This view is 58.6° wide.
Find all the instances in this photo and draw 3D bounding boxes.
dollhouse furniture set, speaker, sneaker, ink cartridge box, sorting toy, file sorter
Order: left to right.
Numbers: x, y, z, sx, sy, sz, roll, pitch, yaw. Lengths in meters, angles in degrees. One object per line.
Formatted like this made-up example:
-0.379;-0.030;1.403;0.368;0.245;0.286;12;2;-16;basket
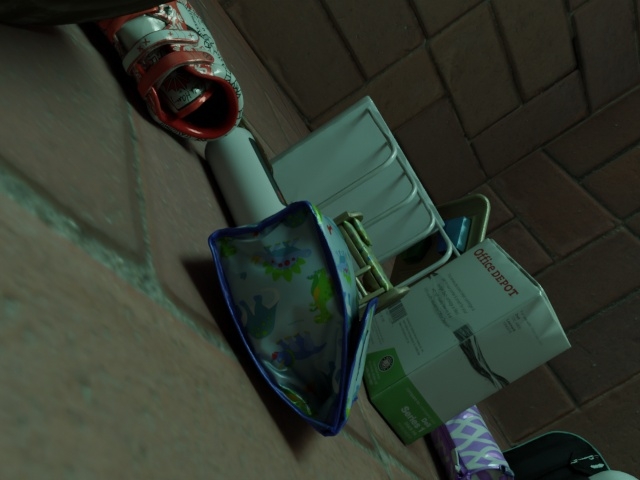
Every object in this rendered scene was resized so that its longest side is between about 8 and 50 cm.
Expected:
-0.158;-0.199;0.488;0.270;0.090;0.145;51;7;-50;sneaker
-0.068;-0.046;0.559;0.136;0.055;0.055;62;9;31;speaker
0.000;0.000;0.614;0.182;0.101;0.161;59;8;15;dollhouse furniture set
0.075;-0.024;0.852;0.277;0.193;0.173;51;12;-36;file sorter
0.162;0.049;1.024;0.041;0.307;0.229;24;68;-27;sorting toy
0.158;0.114;0.688;0.092;0.219;0.160;54;9;-21;ink cartridge box

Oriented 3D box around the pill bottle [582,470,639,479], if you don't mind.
0.180;0.229;0.370;0.121;0.221;0.121;56;8;-12;pill bottle

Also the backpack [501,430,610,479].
0.324;0.370;0.803;0.144;0.188;0.166;53;8;-26;backpack

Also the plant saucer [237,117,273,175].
-0.110;-0.135;0.751;0.168;0.029;0.168;56;8;-12;plant saucer

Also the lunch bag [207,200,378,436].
-0.007;0.056;0.421;0.129;0.096;0.151;22;50;-81;lunch bag

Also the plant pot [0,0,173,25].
-0.142;-0.286;0.306;0.323;0.323;0.280;-92;164;-75;plant pot

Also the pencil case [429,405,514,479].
0.182;0.261;0.783;0.088;0.086;0.206;22;22;-23;pencil case
